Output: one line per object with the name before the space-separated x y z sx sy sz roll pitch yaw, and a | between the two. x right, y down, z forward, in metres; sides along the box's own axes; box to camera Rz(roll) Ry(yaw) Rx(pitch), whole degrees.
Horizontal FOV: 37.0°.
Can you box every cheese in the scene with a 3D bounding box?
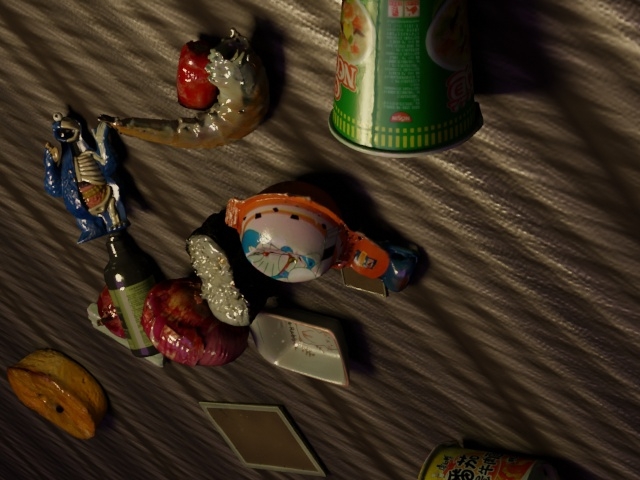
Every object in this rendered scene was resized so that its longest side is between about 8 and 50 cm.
cheese | 0.000 0.000 1.594 0.330 0.129 0.217 20 147 -2

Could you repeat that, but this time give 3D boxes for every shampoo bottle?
shampoo bottle | -0.400 0.107 2.047 0.101 0.101 0.283 -4 110 43

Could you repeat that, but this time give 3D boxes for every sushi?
sushi | -0.156 0.052 1.782 0.147 0.115 0.212 8 127 41

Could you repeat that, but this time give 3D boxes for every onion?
onion | -0.453 0.168 2.140 0.150 0.140 0.150 11 121 20
onion | -0.237 0.144 1.901 0.230 0.230 0.163 37 114 5

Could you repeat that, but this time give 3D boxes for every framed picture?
framed picture | 0.076 0.066 1.691 0.089 0.006 0.066 14 135 30
framed picture | -0.139 0.467 2.273 0.293 0.018 0.231 -7 123 44

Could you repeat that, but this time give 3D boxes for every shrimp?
shrimp | -0.187 -0.213 1.522 0.287 0.068 0.185 -19 144 26

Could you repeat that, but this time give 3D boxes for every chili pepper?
chili pepper | -0.198 -0.266 1.542 0.073 0.070 0.123 44 149 23

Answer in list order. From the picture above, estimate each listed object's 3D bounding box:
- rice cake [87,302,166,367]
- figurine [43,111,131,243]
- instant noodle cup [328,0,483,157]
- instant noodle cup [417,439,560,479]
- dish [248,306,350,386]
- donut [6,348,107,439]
rice cake | -0.462 0.226 2.287 0.222 0.042 0.080 27 145 15
figurine | -0.456 -0.127 1.874 0.164 0.120 0.262 -4 105 12
instant noodle cup | 0.108 -0.254 1.208 0.207 0.207 0.232 17 128 28
instant noodle cup | 0.316 0.502 1.738 0.200 0.264 0.264 -5 124 35
dish | -0.039 0.188 1.866 0.234 0.064 0.154 12 134 31
donut | -0.720 0.416 2.649 0.303 0.110 0.302 23 141 19
